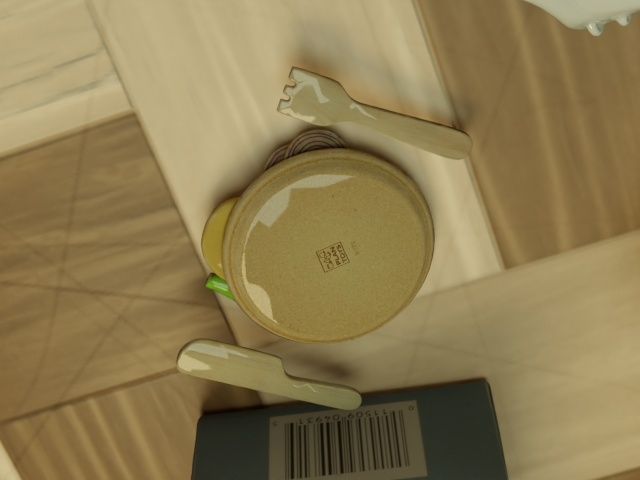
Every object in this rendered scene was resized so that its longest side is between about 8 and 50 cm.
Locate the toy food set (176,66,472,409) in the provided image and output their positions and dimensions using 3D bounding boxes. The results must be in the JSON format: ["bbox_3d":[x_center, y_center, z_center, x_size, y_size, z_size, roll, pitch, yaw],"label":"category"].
[{"bbox_3d":[0.000,0.000,0.815,0.132,0.038,0.192,17,111,-17],"label":"toy food set"}]

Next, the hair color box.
[{"bbox_3d":[0.039,0.284,0.914,0.185,0.113,0.374,-7,118,3],"label":"hair color box"}]

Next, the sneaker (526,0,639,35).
[{"bbox_3d":[0.158,-0.151,0.715,0.258,0.094,0.091,12,132,-1],"label":"sneaker"}]
